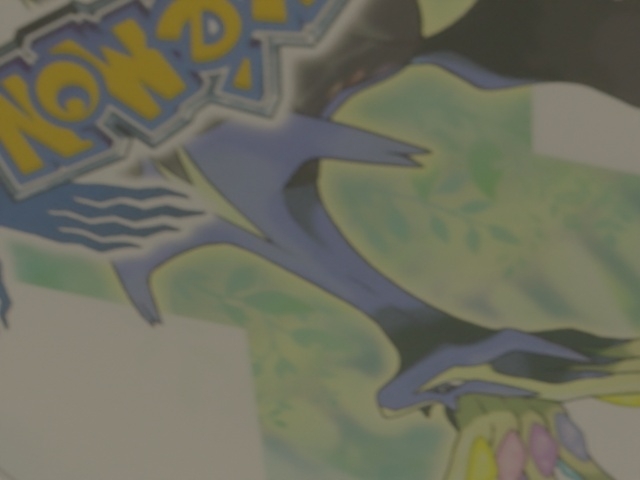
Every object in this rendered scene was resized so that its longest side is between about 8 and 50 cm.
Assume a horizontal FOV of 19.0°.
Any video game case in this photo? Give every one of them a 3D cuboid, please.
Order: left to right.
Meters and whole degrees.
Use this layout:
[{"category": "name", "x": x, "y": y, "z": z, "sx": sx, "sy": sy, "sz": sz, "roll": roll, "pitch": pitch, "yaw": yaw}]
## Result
[{"category": "video game case", "x": 0.000, "y": 0.000, "z": 0.495, "sx": 0.300, "sy": 0.329, "sz": 0.036, "roll": 42, "pitch": 32, "yaw": -26}]
